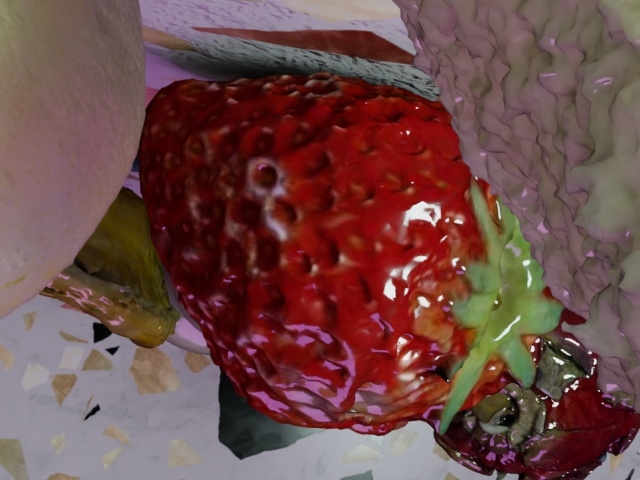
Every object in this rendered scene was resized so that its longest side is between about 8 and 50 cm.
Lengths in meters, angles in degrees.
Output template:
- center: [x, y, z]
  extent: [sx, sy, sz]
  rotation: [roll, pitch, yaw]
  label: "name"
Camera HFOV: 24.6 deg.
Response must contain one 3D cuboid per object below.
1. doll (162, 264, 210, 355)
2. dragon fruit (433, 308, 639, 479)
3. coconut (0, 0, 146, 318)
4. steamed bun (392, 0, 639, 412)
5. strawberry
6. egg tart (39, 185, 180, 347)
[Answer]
- center: [-0.090, 0.040, 1.782]
  extent: [0.226, 0.215, 0.370]
  rotation: [16, 170, -26]
  label: "doll"
- center: [0.259, 0.143, 1.813]
  extent: [0.329, 0.329, 0.329]
  rotation: [10, 174, 1]
  label: "dragon fruit"
- center: [-0.225, -0.088, 0.590]
  extent: [0.298, 0.297, 0.309]
  rotation: [10, 172, 4]
  label: "coconut"
- center: [0.143, -0.061, 0.483]
  extent: [0.272, 0.273, 0.290]
  rotation: [53, 175, 7]
  label: "steamed bun"
- center: [0.007, 0.012, 1.107]
  extent: [0.310, 0.291, 0.292]
  rotation: [0, 170, 28]
  label: "strawberry"
- center: [-0.308, -0.021, 1.611]
  extent: [0.388, 0.169, 0.388]
  rotation: [29, 178, 1]
  label: "egg tart"
